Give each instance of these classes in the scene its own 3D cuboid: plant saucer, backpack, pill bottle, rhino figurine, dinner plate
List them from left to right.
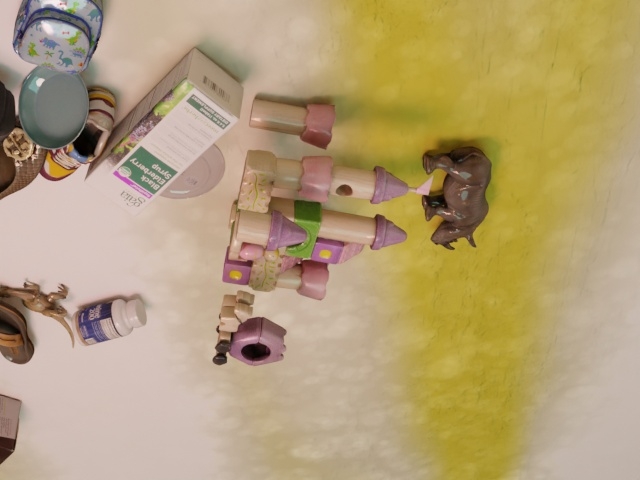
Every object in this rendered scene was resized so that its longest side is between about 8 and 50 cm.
[{"bbox_3d":[-0.358,-0.183,1.224,0.119,0.119,0.021,-27,172,21],"label":"plant saucer"},{"bbox_3d":[-0.327,-0.272,1.132,0.105,0.084,0.114,13,132,-24],"label":"backpack"},{"bbox_3d":[-0.374,0.142,1.596,0.120,0.067,0.067,-16,137,9],"label":"pill bottle"},{"bbox_3d":[-0.217,-0.109,1.379,0.141,0.017,0.141,-4,140,-4],"label":"dinner plate"},{"bbox_3d":[0.220,-0.059,1.452,0.106,0.073,0.243,-5,140,2],"label":"rhino figurine"}]

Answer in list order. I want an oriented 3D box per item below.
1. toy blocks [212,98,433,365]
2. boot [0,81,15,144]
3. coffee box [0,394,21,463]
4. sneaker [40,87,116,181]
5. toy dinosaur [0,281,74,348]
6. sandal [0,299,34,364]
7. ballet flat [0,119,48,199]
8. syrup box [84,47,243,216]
[{"bbox_3d":[0.000,0.000,1.308,0.259,0.309,0.289,9,136,-9],"label":"toy blocks"},{"bbox_3d":[-0.681,-0.132,1.216,0.367,0.146,0.445,35,131,-28],"label":"boot"},{"bbox_3d":[-0.759,0.356,1.741,0.297,0.119,0.168,26,128,-31],"label":"coffee box"},{"bbox_3d":[-0.355,-0.133,1.281,0.069,0.084,0.185,23,130,-29],"label":"sneaker"},{"bbox_3d":[-0.479,0.116,1.579,0.092,0.053,0.183,-22,131,39],"label":"toy dinosaur"},{"bbox_3d":[-0.568,0.165,1.586,0.089,0.060,0.219,15,142,8],"label":"sandal"},{"bbox_3d":[-0.487,-0.092,1.309,0.249,0.058,0.084,-31,88,29],"label":"ballet flat"},{"bbox_3d":[-0.221,-0.148,1.262,0.093,0.096,0.237,37,120,-26],"label":"syrup box"}]
